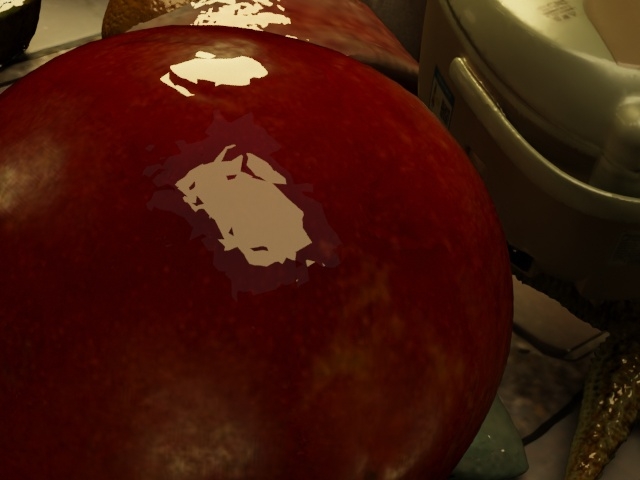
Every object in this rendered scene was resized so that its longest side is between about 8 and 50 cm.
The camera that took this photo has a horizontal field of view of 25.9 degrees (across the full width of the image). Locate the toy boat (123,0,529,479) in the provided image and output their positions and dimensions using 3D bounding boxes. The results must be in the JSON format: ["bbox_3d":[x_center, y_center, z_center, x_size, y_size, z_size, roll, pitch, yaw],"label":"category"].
[{"bbox_3d":[0.000,0.000,0.672,0.206,0.096,0.282,-6,57,-27],"label":"toy boat"}]

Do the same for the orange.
[{"bbox_3d":[-0.084,-0.122,0.783,0.085,0.085,0.085,8,41,-7],"label":"orange"}]

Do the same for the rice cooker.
[{"bbox_3d":[0.121,-0.067,0.633,0.145,0.127,0.206,-4,46,-19],"label":"rice cooker"}]

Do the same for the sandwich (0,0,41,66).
[{"bbox_3d":[-0.267,-0.136,0.741,0.235,0.079,0.159,0,42,-14],"label":"sandwich"}]

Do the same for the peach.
[{"bbox_3d":[-0.050,0.034,0.495,0.199,0.243,0.243,41,33,-25],"label":"peach"}]

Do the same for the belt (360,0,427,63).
[{"bbox_3d":[0.094,-0.165,0.856,0.184,0.105,0.261,-8,48,-26],"label":"belt"}]

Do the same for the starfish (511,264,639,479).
[{"bbox_3d":[0.159,0.041,0.661,0.216,0.050,0.223,23,47,-2],"label":"starfish"}]
